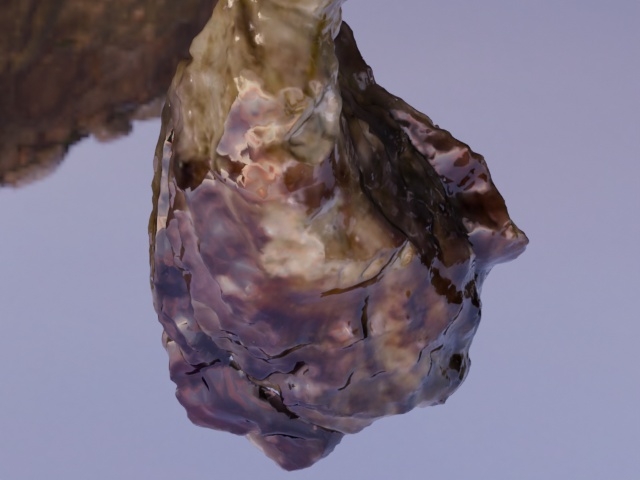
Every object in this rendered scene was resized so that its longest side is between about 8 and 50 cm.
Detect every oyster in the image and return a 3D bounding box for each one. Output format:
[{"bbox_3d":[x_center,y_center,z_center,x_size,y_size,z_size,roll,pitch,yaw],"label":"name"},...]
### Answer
[{"bbox_3d":[0.005,0.006,0.677,0.271,0.275,0.100,26,-168,-40],"label":"oyster"}]
